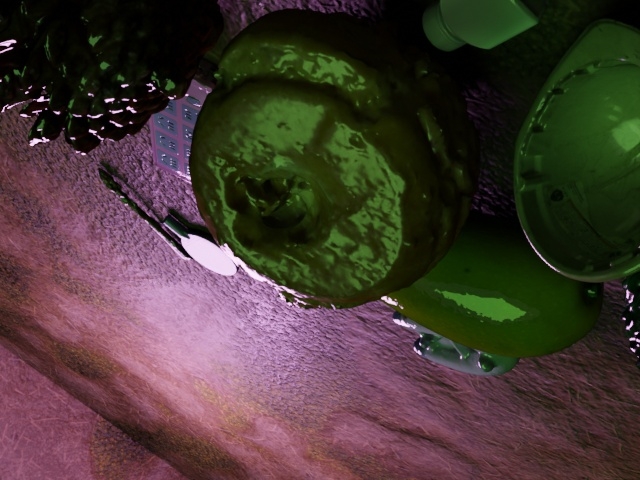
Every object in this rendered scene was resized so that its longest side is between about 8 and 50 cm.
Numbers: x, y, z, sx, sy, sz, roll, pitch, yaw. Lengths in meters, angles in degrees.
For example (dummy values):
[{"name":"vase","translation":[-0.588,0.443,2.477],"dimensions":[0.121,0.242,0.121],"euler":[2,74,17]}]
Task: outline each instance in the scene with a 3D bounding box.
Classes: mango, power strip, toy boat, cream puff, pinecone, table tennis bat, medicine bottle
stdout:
[{"name":"mango","translation":[0.176,0.045,1.255],"dimensions":[0.343,0.156,0.192],"euler":[15,150,24]},{"name":"power strip","translation":[-0.184,-0.164,1.401],"dimensions":[0.109,0.037,0.279],"euler":[27,152,10]},{"name":"toy boat","translation":[0.200,0.152,1.494],"dimensions":[0.207,0.079,0.134],"euler":[6,140,41]},{"name":"cream puff","translation":[0.018,-0.096,1.105],"dimensions":[0.327,0.231,0.343],"euler":[-4,115,34]},{"name":"pinecone","translation":[-0.267,-0.249,1.093],"dimensions":[0.242,0.298,0.296],"euler":[-20,110,51]},{"name":"table tennis bat","translation":[-0.204,0.010,1.722],"dimensions":[0.155,0.019,0.100],"euler":[39,151,-17]},{"name":"medicine bottle","translation":[0.152,-0.223,0.959],"dimensions":[0.074,0.055,0.118],"euler":[40,150,-18]}]

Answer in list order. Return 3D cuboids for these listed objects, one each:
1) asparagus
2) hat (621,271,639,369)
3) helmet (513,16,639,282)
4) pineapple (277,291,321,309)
[{"name":"asparagus","translation":[-0.299,-0.042,1.731],"dimensions":[0.022,0.023,0.233],"euler":[-36,119,12]},{"name":"hat","translation":[0.474,0.063,0.940],"dimensions":[0.274,0.242,0.332],"euler":[28,142,-22]},{"name":"helmet","translation":[0.304,-0.085,0.954],"dimensions":[0.204,0.137,0.257],"euler":[60,147,30]},{"name":"pineapple","translation":[0.000,0.000,1.417],"dimensions":[0.125,0.125,0.251],"euler":[30,146,3]}]
